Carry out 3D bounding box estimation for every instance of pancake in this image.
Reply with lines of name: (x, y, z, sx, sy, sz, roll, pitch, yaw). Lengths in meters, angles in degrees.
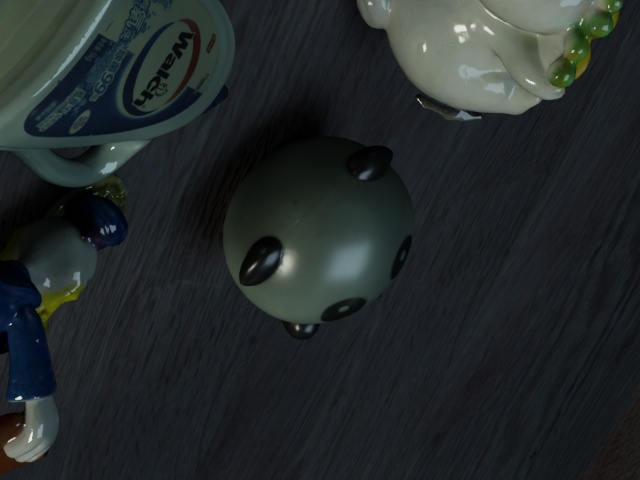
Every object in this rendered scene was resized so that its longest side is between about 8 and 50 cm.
pancake: (-0.216, -0.017, 1.761, 0.108, 0.017, 0.108, -32, 149, -22)

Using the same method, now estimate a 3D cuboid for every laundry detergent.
laundry detergent: (-0.168, -0.137, 1.570, 0.215, 0.105, 0.280, -51, 156, 5)

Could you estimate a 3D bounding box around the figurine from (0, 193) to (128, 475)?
figurine: (-0.261, 0.064, 1.604, 0.338, 0.205, 0.283, -38, 127, -45)

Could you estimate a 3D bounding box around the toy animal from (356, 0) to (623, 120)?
toy animal: (0.167, -0.262, 1.788, 0.183, 0.247, 0.310, -53, 176, -32)

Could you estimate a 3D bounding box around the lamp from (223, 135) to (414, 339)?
lamp: (0.000, 0.000, 1.947, 0.198, 0.198, 0.244, -43, 163, -10)
